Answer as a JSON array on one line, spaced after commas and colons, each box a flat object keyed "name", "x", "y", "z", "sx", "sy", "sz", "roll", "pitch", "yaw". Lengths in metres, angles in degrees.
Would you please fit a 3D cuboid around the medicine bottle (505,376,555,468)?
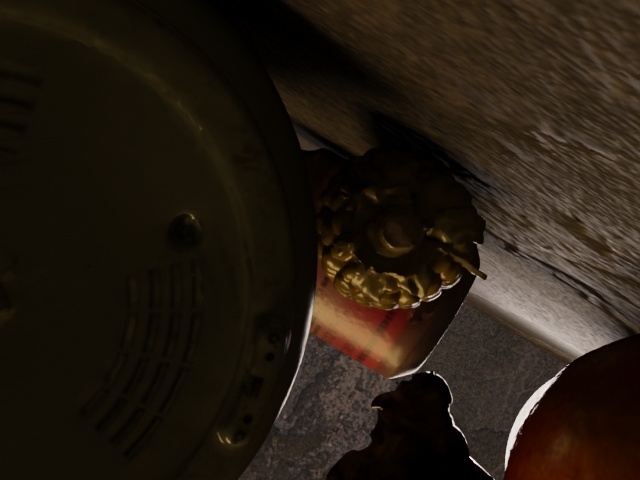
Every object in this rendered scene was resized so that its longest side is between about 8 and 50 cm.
[{"name": "medicine bottle", "x": 0.293, "y": 0.230, "z": 0.995, "sx": 0.224, "sy": 0.224, "sz": 0.384, "roll": 31, "pitch": 179, "yaw": 11}]

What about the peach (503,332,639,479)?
[{"name": "peach", "x": 0.192, "y": 0.142, "z": 0.486, "sx": 0.196, "sy": 0.189, "sz": 0.226, "roll": 22, "pitch": 179, "yaw": -36}]

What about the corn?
[{"name": "corn", "x": 0.043, "y": -0.005, "z": 0.634, "sx": 0.260, "sy": 0.091, "sz": 0.091, "roll": 28, "pitch": -141, "yaw": -87}]

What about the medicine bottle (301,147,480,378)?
[{"name": "medicine bottle", "x": 0.000, "y": 0.000, "z": 0.849, "sx": 0.247, "sy": 0.147, "sz": 0.147, "roll": 32, "pitch": 180, "yaw": 3}]

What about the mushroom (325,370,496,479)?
[{"name": "mushroom", "x": 0.194, "y": 0.252, "z": 0.672, "sx": 0.334, "sy": 0.356, "sz": 0.331, "roll": 61, "pitch": -155, "yaw": -11}]

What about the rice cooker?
[{"name": "rice cooker", "x": -0.186, "y": -0.010, "z": 0.512, "sx": 0.335, "sy": 0.335, "sz": 0.325, "roll": 32, "pitch": 179, "yaw": -28}]
